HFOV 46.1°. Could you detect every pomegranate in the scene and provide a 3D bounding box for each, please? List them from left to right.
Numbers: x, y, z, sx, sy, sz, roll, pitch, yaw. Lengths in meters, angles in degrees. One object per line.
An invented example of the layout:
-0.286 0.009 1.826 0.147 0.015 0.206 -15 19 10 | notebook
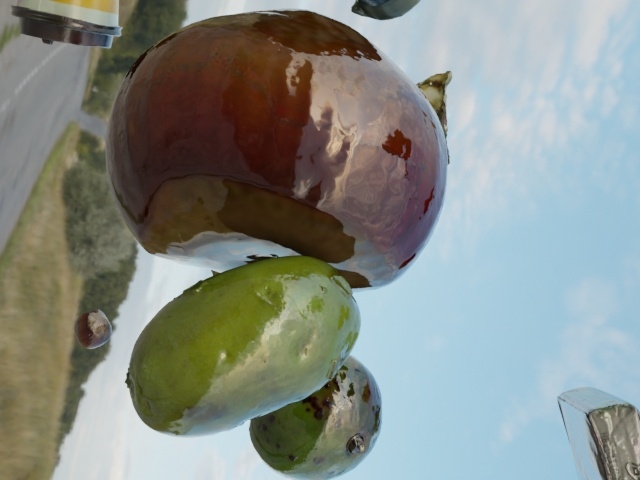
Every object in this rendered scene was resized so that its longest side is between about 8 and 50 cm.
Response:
-0.023 0.249 1.115 0.248 0.202 0.202 25 -79 43 | pomegranate

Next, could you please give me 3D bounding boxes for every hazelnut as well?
-0.488 0.189 1.604 0.086 0.087 0.086 -165 -90 -73 | hazelnut
-0.049 -0.102 0.923 0.359 0.410 0.359 -159 -90 -80 | hazelnut

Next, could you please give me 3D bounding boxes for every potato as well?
-0.074 0.101 0.758 0.186 0.253 0.148 -18 -90 51 | potato

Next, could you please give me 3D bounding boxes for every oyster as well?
0.137 -0.150 1.153 0.072 0.133 0.208 -29 119 -66 | oyster

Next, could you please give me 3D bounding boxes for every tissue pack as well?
0.649 0.489 1.688 0.394 0.124 0.287 33 42 -80 | tissue pack

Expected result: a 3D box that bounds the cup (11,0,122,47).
-0.445 -0.491 1.356 0.196 0.197 0.279 -133 -128 -70 | cup

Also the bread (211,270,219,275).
0.000 0.000 1.427 0.341 0.301 0.210 -26 -89 38 | bread

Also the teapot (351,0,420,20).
0.048 -0.400 0.974 0.203 0.225 0.171 -53 -124 19 | teapot
